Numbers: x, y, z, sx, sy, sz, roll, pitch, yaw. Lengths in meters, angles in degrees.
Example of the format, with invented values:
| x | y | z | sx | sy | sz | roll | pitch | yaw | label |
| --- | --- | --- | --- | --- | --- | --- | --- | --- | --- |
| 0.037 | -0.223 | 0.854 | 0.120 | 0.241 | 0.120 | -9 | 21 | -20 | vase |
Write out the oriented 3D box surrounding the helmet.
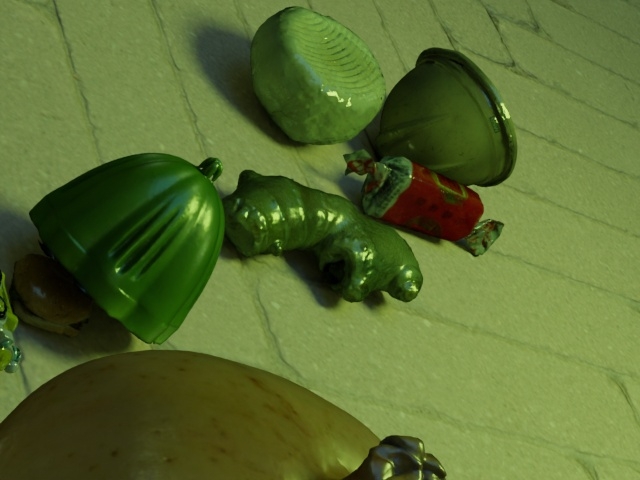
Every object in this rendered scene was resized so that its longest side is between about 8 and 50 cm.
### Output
| x | y | z | sx | sy | sz | roll | pitch | yaw | label |
| --- | --- | --- | --- | --- | --- | --- | --- | --- | --- |
| 0.141 | -0.144 | 2.180 | 0.204 | 0.137 | 0.257 | 67 | -16 | -12 | helmet |

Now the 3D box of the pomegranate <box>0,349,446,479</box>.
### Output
| x | y | z | sx | sy | sz | roll | pitch | yaw | label |
| --- | --- | --- | --- | --- | --- | --- | --- | --- | --- |
| -0.079 | 0.256 | 1.100 | 0.411 | 0.411 | 0.411 | 32 | 31 | -22 | pomegranate |

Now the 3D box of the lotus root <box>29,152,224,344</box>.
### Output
| x | y | z | sx | sy | sz | roll | pitch | yaw | label |
| --- | --- | --- | --- | --- | --- | --- | --- | --- | --- |
| -0.156 | -0.018 | 1.539 | 0.186 | 0.186 | 0.186 | 32 | 31 | -22 | lotus root |

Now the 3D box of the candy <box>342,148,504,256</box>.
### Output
| x | y | z | sx | sy | sz | roll | pitch | yaw | label |
| --- | --- | --- | --- | --- | --- | --- | --- | --- | --- |
| 0.133 | -0.050 | 2.097 | 0.292 | 0.086 | 0.059 | 22 | 28 | -36 | candy |

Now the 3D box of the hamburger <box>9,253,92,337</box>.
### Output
| x | y | z | sx | sy | sz | roll | pitch | yaw | label |
| --- | --- | --- | --- | --- | --- | --- | --- | --- | --- |
| -0.251 | 0.050 | 1.515 | 0.083 | 0.044 | 0.076 | 19 | 34 | -33 | hamburger |

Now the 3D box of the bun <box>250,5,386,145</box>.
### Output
| x | y | z | sx | sy | sz | roll | pitch | yaw | label |
| --- | --- | --- | --- | --- | --- | --- | --- | --- | --- |
| -0.012 | -0.204 | 2.076 | 0.195 | 0.118 | 0.195 | 28 | 39 | -25 | bun |

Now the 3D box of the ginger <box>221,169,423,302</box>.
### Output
| x | y | z | sx | sy | sz | roll | pitch | yaw | label |
| --- | --- | --- | --- | --- | --- | --- | --- | --- | --- |
| 0.004 | 0.000 | 1.866 | 0.290 | 0.089 | 0.137 | 30 | 50 | -32 | ginger |

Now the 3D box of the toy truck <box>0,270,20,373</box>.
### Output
| x | y | z | sx | sy | sz | roll | pitch | yaw | label |
| --- | --- | --- | --- | --- | --- | --- | --- | --- | --- |
| -0.295 | 0.070 | 1.413 | 0.077 | 0.076 | 0.111 | 41 | 22 | -52 | toy truck |
